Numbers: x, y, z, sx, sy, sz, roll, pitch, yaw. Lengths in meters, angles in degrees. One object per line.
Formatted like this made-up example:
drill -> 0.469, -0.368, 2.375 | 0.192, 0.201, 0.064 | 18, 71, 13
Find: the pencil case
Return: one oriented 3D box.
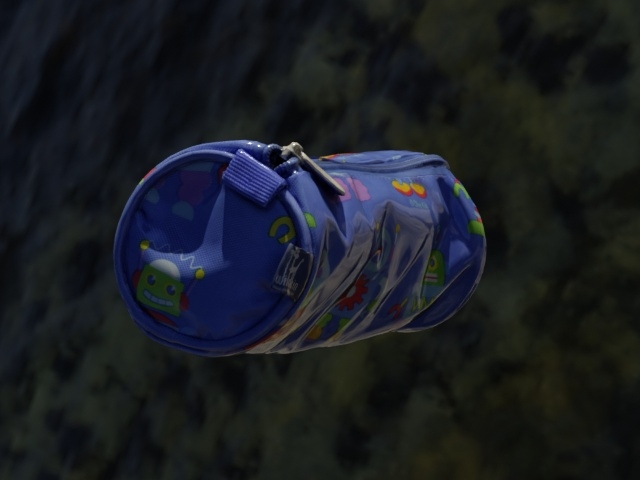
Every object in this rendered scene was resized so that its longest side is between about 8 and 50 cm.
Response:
pencil case -> 0.000, 0.000, 1.097 | 0.119, 0.306, 0.133 | 42, 107, 19
